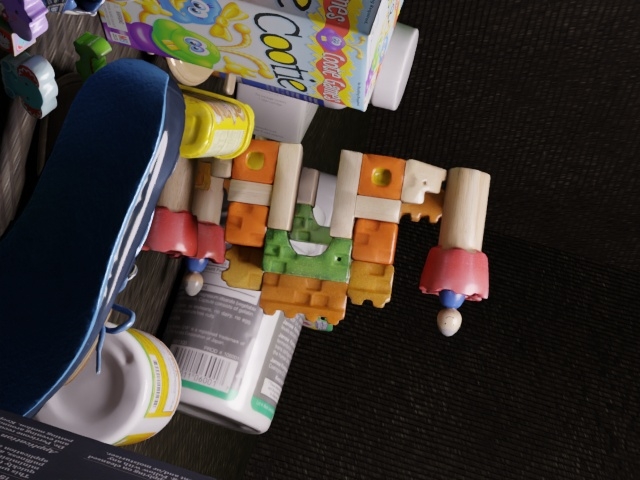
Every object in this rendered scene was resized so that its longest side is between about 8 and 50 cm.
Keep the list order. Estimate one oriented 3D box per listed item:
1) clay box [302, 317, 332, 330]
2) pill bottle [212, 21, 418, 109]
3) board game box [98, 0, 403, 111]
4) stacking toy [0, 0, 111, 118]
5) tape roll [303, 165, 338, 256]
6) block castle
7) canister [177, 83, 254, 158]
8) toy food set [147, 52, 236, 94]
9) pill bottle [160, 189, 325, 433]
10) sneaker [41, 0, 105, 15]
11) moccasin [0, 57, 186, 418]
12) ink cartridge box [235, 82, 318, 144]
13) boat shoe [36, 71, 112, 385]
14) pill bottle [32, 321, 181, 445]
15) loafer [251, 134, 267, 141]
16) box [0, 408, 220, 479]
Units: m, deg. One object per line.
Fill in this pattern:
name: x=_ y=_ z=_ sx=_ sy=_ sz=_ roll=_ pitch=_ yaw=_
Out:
clay box: x=-0.077 y=0.094 z=2.057 sx=0.127 sy=0.222 sz=0.053 roll=93 pitch=14 yaw=-65
pill bottle: x=-0.015 y=-0.263 z=1.515 sx=0.152 sy=0.272 sz=0.152 roll=16 pitch=90 yaw=-84
board game box: x=-0.066 y=-0.251 z=1.105 sx=0.144 sy=0.275 sz=0.142 roll=89 pitch=18 yaw=-67
stacking toy: x=-0.218 y=-0.146 z=0.853 sx=0.167 sy=0.052 sz=0.221 roll=-47 pitch=160 yaw=-32
tape roll: x=-0.057 y=-0.023 z=2.182 sx=0.246 sy=0.169 sz=0.246 roll=17 pitch=90 yaw=-83
block castle: x=0.000 y=0.000 z=1.514 sx=0.303 sy=0.453 sz=0.213 roll=38 pitch=60 yaw=-84
canister: x=-0.155 y=-0.136 z=1.294 sx=0.170 sy=0.126 sz=0.073 roll=-29 pitch=134 yaw=-78
toy food set: x=-0.151 y=-0.243 z=1.298 sx=0.192 sy=0.038 sz=0.133 roll=22 pitch=76 yaw=-64
pill bottle: x=-0.123 y=0.101 z=1.773 sx=0.204 sy=0.204 sz=0.361 roll=84 pitch=24 yaw=-73
sneaker: x=-0.207 y=-0.212 z=0.974 sx=0.135 sy=0.058 sz=0.052 roll=-57 pitch=162 yaw=-70
moccasin: x=-0.197 y=0.016 z=0.967 sx=0.342 sy=0.137 sz=0.117 roll=-56 pitch=170 yaw=7
ink cartridge box: x=-0.039 y=-0.351 z=1.766 sx=0.207 sy=0.119 sz=0.354 roll=-67 pitch=171 yaw=-45
boat shoe: x=-0.225 y=-0.004 z=1.087 sx=0.104 sy=0.110 sz=0.307 roll=-9 pitch=115 yaw=-81
pill bottle: x=-0.235 y=0.165 z=1.294 sx=0.246 sy=0.136 sz=0.136 roll=62 pitch=44 yaw=-81
loafer: x=-0.107 y=-0.159 z=1.952 sx=0.056 sy=0.050 sz=0.148 roll=-66 pitch=170 yaw=-49
box: x=-0.221 y=0.252 z=0.730 sx=0.312 sy=0.343 sz=0.179 roll=-37 pitch=143 yaw=-78
